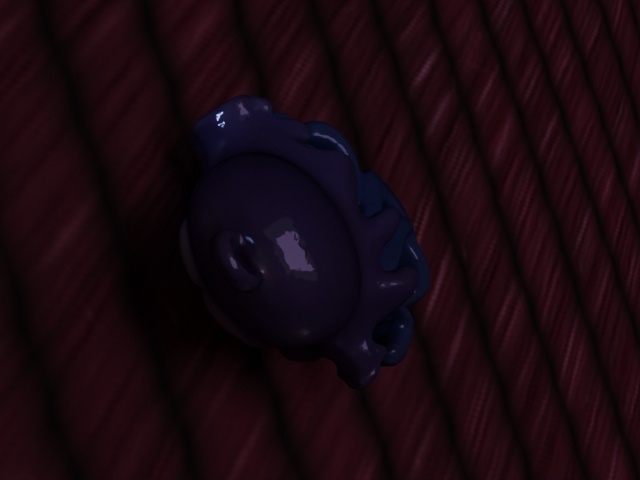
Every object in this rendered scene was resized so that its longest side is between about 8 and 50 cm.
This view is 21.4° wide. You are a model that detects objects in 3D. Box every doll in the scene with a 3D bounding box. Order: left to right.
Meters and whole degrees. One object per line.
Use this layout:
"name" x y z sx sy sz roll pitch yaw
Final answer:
"doll" 0.000 0.000 0.615 0.110 0.067 0.206 58 17 6
